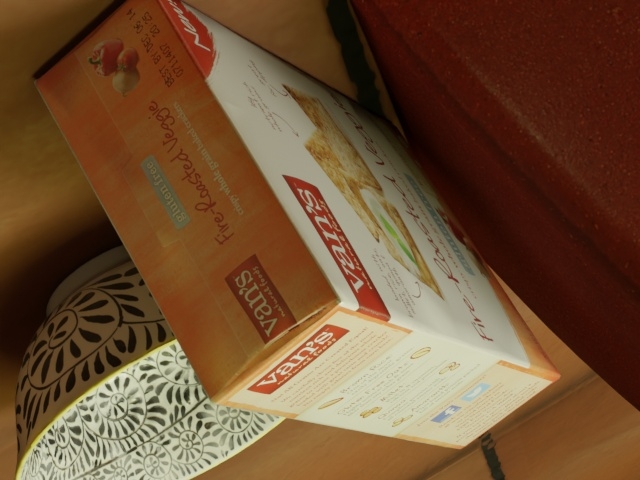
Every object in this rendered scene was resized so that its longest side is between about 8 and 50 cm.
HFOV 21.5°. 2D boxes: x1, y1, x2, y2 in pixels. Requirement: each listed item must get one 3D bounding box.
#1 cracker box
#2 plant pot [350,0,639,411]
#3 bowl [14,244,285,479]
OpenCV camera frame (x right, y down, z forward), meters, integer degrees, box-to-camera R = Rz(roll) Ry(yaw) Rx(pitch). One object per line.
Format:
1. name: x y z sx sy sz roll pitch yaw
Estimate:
1. cracker box: 0.000 0.000 0.706 0.067 0.155 0.232 -39 155 16
2. plant pot: 0.202 -0.043 0.764 0.267 0.235 0.267 -31 157 0
3. bowl: -0.082 0.052 0.805 0.170 0.080 0.170 -26 155 -13
